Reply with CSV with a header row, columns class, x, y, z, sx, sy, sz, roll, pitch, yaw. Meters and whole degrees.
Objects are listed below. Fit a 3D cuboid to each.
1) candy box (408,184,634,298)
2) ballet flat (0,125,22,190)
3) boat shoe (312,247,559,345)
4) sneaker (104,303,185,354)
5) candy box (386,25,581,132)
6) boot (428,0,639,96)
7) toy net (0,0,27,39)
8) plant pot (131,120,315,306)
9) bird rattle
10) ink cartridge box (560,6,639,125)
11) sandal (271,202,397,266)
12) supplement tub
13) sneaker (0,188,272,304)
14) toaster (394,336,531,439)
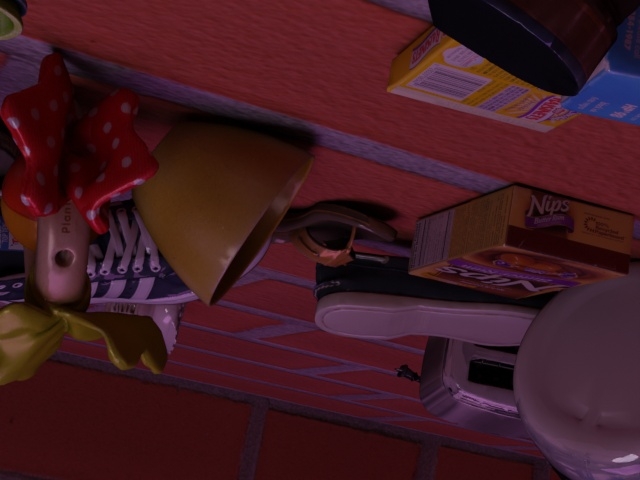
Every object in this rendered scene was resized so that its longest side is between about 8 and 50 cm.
class,x,y,z,sx,sy,sz,roll,pitch,yaw
candy box,0.158,0.005,1.161,0.109,0.053,0.186,13,169,-17
ballet flat,-0.280,-0.059,1.251,0.084,0.058,0.250,-3,164,4
boat shoe,0.119,0.050,1.325,0.254,0.079,0.095,2,152,-2
sneaker,-0.224,0.092,1.841,0.094,0.090,0.235,22,165,-10
candy box,0.115,-0.100,0.753,0.105,0.027,0.206,11,169,-14
boot,0.031,-0.153,0.499,0.219,0.106,0.082,38,175,7
toy net,-0.264,-0.164,0.738,0.232,0.045,0.122,13,168,-10
plant pot,-0.081,-0.033,1.047,0.095,0.134,0.134,34,169,3
bird rattle,-0.194,-0.021,1.020,0.143,0.254,0.207,-9,-150,-14
ink cartridge box,0.193,-0.087,0.558,0.180,0.104,0.060,12,168,-6
sandal,0.000,0.000,1.276,0.072,0.049,0.180,20,165,-39
supplement tub,0.323,0.186,1.296,0.207,0.207,0.338,3,147,33
sneaker,-0.191,0.000,1.206,0.282,0.099,0.153,-10,166,17
toaster,0.206,0.145,1.610,0.226,0.129,0.146,13,164,-3
